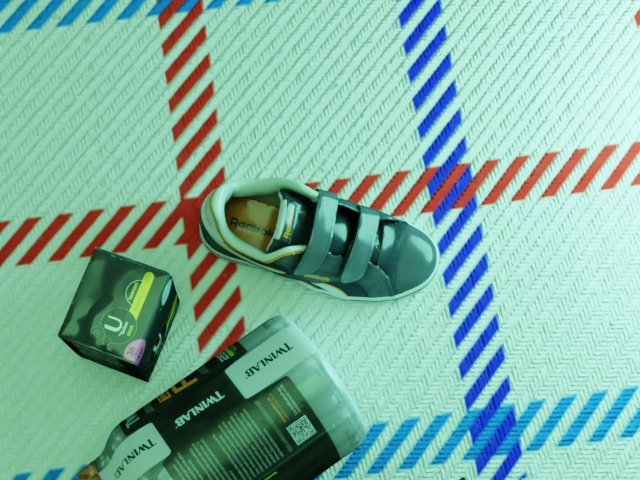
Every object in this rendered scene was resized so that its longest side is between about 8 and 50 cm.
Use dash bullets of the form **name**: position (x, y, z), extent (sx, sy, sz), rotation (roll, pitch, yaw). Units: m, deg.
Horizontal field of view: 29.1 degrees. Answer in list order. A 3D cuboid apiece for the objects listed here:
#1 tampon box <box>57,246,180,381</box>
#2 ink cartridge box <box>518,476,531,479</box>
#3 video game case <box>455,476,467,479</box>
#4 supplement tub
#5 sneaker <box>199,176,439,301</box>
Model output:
- **tampon box**: position (-0.246, 0.095, 1.535), extent (0.101, 0.161, 0.120), rotation (20, 76, 3)
- **ink cartridge box**: position (0.212, 0.527, 1.482), extent (0.385, 0.091, 0.308), rotation (-41, 81, -12)
- **video game case**: position (0.045, 0.349, 1.424), extent (0.248, 0.275, 0.035), rotation (-22, 75, -8)
- **supplement tub**: position (-0.119, 0.250, 1.485), extent (0.316, 0.193, 0.193), rotation (-35, 80, -11)
- **sneaker**: position (0.000, 0.000, 1.590), extent (0.321, 0.127, 0.126), rotation (9, 74, -1)
